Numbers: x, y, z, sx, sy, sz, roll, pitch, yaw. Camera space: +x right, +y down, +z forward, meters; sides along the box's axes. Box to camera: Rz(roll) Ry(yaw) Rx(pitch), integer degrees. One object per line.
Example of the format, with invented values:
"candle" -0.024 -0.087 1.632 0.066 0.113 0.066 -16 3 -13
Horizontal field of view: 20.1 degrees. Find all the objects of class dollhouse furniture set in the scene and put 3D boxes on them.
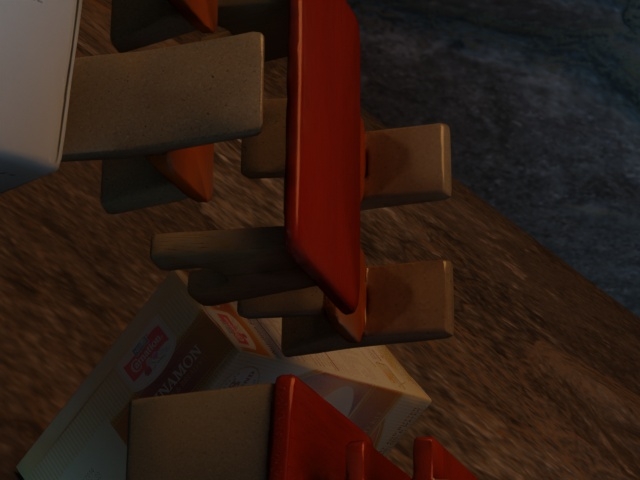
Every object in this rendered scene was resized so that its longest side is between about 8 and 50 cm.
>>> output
"dollhouse furniture set" 0.000 0.000 0.772 0.262 0.135 0.259 46 41 -60

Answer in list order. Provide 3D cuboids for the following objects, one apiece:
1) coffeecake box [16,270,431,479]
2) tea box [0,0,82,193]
"coffeecake box" -0.048 0.105 0.982 0.185 0.142 0.068 20 24 -53
"tea box" -0.269 -0.197 0.680 0.329 0.323 0.220 15 -15 -33
